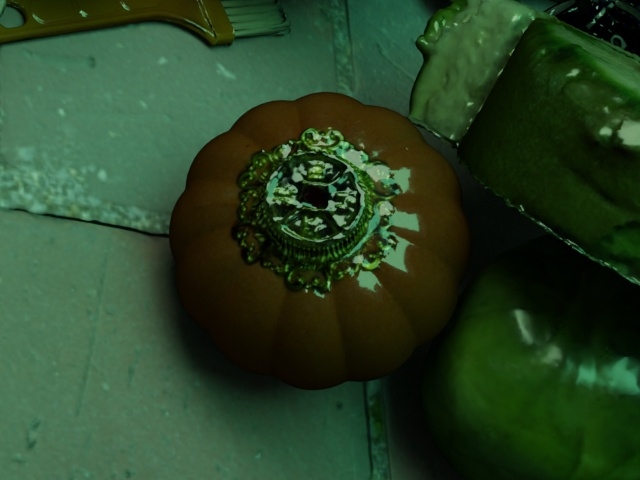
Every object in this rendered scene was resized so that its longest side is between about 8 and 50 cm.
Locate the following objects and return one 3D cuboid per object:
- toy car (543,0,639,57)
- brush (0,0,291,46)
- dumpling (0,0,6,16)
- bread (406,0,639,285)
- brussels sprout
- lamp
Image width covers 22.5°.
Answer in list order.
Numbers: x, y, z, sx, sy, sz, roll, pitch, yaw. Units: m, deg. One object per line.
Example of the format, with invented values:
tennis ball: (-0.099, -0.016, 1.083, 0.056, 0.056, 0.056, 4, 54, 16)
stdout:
toy car: (0.275, -0.161, 1.517, 0.301, 0.118, 0.193, -42, 107, -41)
brush: (-0.156, -0.185, 1.266, 0.314, 0.017, 0.090, -14, 76, -40)
dumpling: (-0.265, -0.107, 1.066, 0.217, 0.149, 0.105, -64, 152, -44)
bread: (0.239, -0.069, 1.220, 0.382, 0.129, 0.366, 30, 14, 11)
brussels sprout: (0.205, 0.096, 1.285, 0.219, 0.210, 0.271, 30, 53, 4)
lamp: (0.000, 0.000, 1.180, 0.223, 0.196, 0.223, -1, 72, 3)
